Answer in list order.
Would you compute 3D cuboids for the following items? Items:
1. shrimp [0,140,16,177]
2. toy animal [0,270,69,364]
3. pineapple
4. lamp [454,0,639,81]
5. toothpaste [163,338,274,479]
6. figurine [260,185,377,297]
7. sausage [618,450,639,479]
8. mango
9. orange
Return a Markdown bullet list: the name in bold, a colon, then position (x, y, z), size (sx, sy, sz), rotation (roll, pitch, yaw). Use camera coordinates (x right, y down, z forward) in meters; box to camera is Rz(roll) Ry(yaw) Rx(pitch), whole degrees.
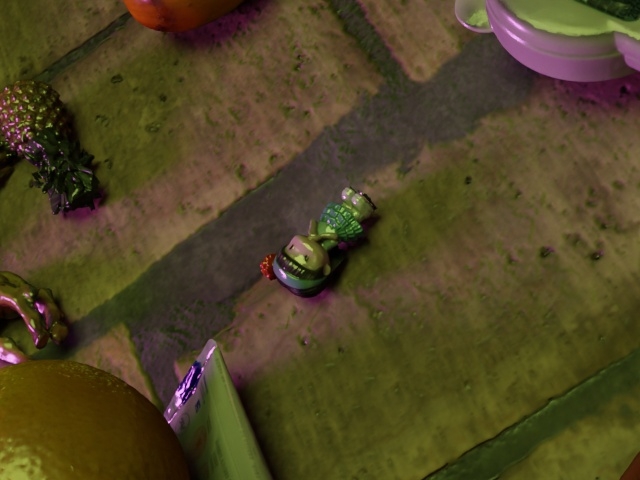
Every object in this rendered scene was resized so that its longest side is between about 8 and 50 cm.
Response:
- **shrimp**: position (-0.387, -0.081, 1.710), size (0.178, 0.034, 0.124), rotation (-39, 75, -25)
- **toy animal**: position (-0.351, 0.092, 1.618), size (0.275, 0.054, 0.149), rotation (4, 67, 31)
- **pineapple**: position (-0.261, -0.086, 1.668), size (0.074, 0.074, 0.159), rotation (-38, 55, 6)
- **lamp**: position (0.241, -0.196, 1.387), size (0.246, 0.108, 0.179), rotation (26, 74, 33)
- **toothpaste**: position (-0.058, 0.220, 1.343), size (0.100, 0.066, 0.323), rotation (-59, 39, 30)
- **figurine**: position (0.000, 0.000, 1.457), size (0.060, 0.047, 0.106), rotation (37, 83, 33)
- **sausage**: position (0.231, 0.188, 1.173), size (0.194, 0.077, 0.077), rotation (-51, 48, -7)
- **mango**: position (-0.100, -0.290, 1.669), size (0.219, 0.112, 0.145), rotation (-38, 47, -9)
- **orange**: position (-0.207, 0.205, 1.345), size (0.236, 0.236, 0.236), rotation (-16, 54, 24)
